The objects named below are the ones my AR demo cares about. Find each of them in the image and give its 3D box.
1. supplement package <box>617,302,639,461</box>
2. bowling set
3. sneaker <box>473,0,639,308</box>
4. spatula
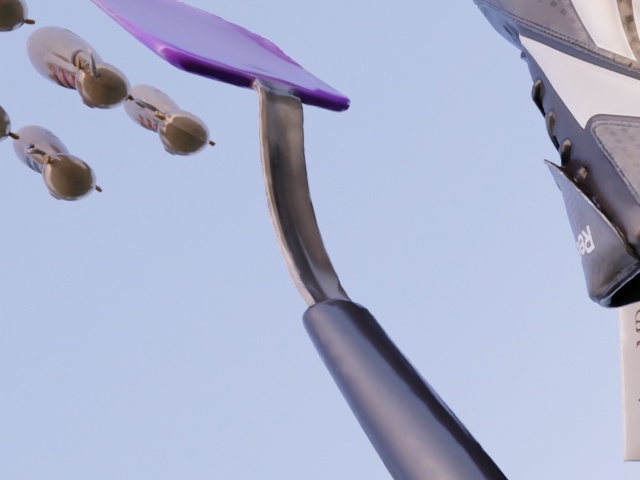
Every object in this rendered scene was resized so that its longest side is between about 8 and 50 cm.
[{"bbox_3d":[0.326,0.031,0.910,0.198,0.263,0.199,4,-96,-71],"label":"supplement package"},{"bbox_3d":[-0.243,-0.092,1.249,0.287,0.154,0.199,30,-87,-36],"label":"bowling set"},{"bbox_3d":[0.110,-0.035,0.510,0.106,0.234,0.078,-49,-31,3],"label":"sneaker"},{"bbox_3d":[0.000,0.000,0.437,0.084,0.296,0.030,11,-54,-39],"label":"spatula"}]
